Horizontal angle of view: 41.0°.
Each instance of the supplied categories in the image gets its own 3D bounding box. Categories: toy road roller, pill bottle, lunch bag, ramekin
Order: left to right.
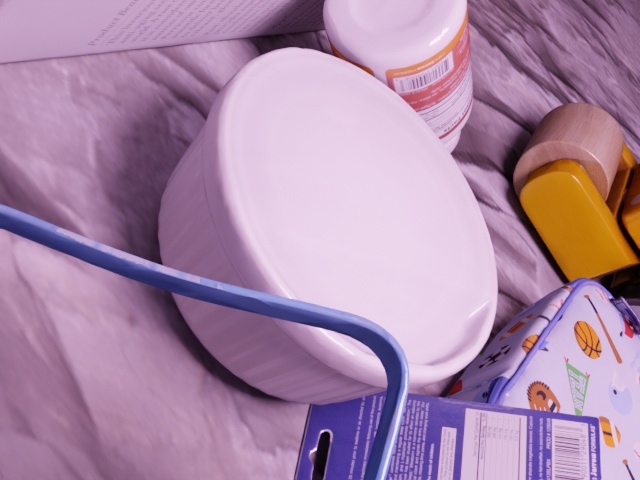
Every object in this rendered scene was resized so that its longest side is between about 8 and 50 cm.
[{"bbox_3d":[0.000,0.000,0.657,0.272,0.127,0.273,26,47,-30],"label":"ramekin"},{"bbox_3d":[0.080,-0.157,0.797,0.216,0.121,0.121,64,17,-64],"label":"pill bottle"},{"bbox_3d":[0.254,0.188,0.824,0.243,0.115,0.303,53,46,2],"label":"lunch bag"},{"bbox_3d":[0.423,-0.040,1.064,0.329,0.240,0.202,52,39,-11],"label":"toy road roller"}]

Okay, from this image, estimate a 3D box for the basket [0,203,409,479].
[{"bbox_3d":[-0.097,0.142,0.384,0.254,0.201,0.289,16,61,-9],"label":"basket"}]

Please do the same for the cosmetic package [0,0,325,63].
[{"bbox_3d":[-0.079,-0.278,0.674,0.453,0.230,0.162,-24,86,-52],"label":"cosmetic package"}]

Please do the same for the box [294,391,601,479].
[{"bbox_3d":[0.095,0.184,0.648,0.225,0.036,0.136,7,50,8],"label":"box"}]
